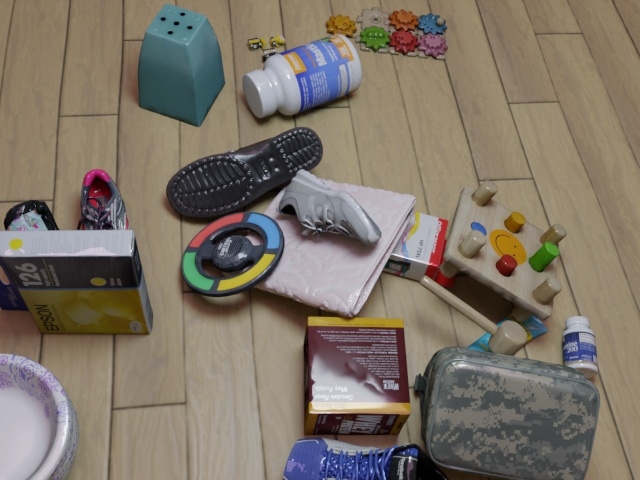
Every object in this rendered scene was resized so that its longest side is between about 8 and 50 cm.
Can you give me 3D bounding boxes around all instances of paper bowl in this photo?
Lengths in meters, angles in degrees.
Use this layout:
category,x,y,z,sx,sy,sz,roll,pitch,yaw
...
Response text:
category,x,y,z,sx,sy,sz,roll,pitch,yaw
paper bowl,-0.572,0.356,1.301,0.284,0.148,0.284,3,58,-5

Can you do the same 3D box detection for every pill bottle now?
category,x,y,z,sx,sy,sz,roll,pitch,yaw
pill bottle,0.542,0.223,1.550,0.067,0.067,0.120,8,58,-1
pill bottle,-0.048,-0.399,1.821,0.272,0.152,0.152,-24,64,-20

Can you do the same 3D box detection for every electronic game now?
category,x,y,z,sx,sy,sz,roll,pitch,yaw
electronic game,-0.185,0.026,1.549,0.229,0.048,0.229,-11,45,12

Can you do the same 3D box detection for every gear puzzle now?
category,x,y,z,sx,sy,sz,roll,pitch,yaw
gear puzzle,0.183,-0.586,2.024,0.338,0.044,0.176,6,58,-2

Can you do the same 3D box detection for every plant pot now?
category,x,y,z,sx,sy,sz,roll,pitch,yaw
plant pot,-0.336,-0.427,1.760,0.165,0.234,0.166,19,59,6

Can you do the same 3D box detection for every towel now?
category,x,y,z,sx,sy,sz,roll,pitch,yaw
towel,0.000,0.000,1.573,0.331,0.053,0.317,14,54,32

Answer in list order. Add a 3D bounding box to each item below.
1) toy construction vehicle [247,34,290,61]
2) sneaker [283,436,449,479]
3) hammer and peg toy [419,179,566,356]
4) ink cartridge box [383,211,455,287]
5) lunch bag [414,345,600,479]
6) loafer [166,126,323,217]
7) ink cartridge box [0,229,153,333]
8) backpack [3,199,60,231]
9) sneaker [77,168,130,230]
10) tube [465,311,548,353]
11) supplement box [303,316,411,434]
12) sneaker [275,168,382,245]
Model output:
category,x,y,z,sx,sy,sz,roll,pitch,yaw
toy construction vehicle,-0.133,-0.504,1.951,0.098,0.035,0.086,-18,51,-19
sneaker,0.098,0.410,1.320,0.315,0.182,0.128,14,57,2
hammer and peg toy,0.369,0.048,1.526,0.265,0.127,0.361,32,43,-4
ink cartridge box,0.200,0.008,1.638,0.230,0.078,0.134,15,56,3
lunch bag,0.336,0.309,1.373,0.304,0.256,0.213,9,94,1
loafer,-0.170,-0.147,1.689,0.365,0.130,0.134,-19,95,-7
ink cartridge box,-0.486,0.086,1.387,0.307,0.304,0.072,-2,58,-6
backpack,-0.577,0.025,1.521,0.115,0.152,0.182,-25,76,-14
sneaker,-0.459,-0.012,1.562,0.120,0.112,0.299,-15,62,-15
tube,0.386,0.207,1.559,0.207,0.052,0.080,-28,76,-27
supplement box,0.064,0.264,1.436,0.191,0.129,0.194,2,58,-5
sneaker,0.016,-0.043,1.520,0.115,0.105,0.281,-50,42,-7
